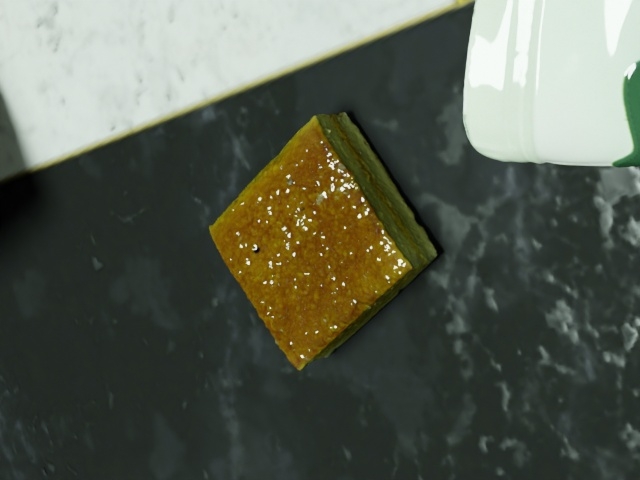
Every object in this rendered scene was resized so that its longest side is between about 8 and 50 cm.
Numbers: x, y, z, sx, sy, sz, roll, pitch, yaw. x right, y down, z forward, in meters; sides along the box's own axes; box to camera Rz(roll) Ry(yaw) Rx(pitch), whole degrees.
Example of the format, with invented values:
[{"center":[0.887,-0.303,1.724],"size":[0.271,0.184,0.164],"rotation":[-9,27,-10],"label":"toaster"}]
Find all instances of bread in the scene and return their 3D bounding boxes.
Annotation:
[{"center":[0.000,0.000,0.754],"size":[0.094,0.035,0.090],"rotation":[-45,72,34],"label":"bread"}]

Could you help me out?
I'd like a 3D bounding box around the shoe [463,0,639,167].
[{"center":[0.128,-0.152,0.603],"size":[0.110,0.095,0.264],"rotation":[15,111,23],"label":"shoe"}]
